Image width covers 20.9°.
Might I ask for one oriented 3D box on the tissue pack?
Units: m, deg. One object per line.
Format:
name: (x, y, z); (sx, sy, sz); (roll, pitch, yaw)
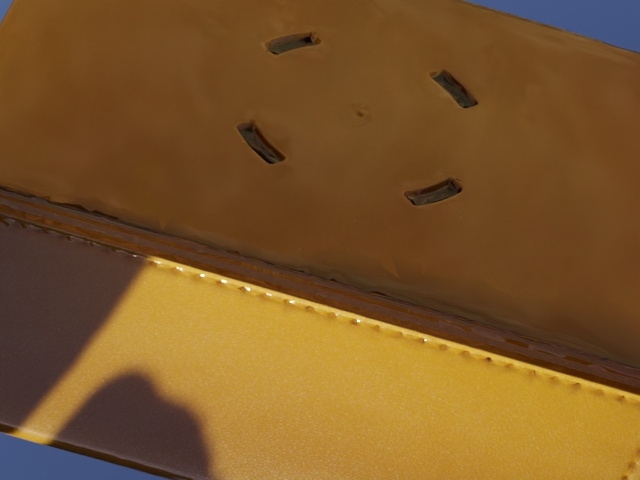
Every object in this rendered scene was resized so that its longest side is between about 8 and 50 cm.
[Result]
tissue pack: (0.000, 0.000, 0.685); (0.274, 0.145, 0.194); (17, -137, -1)
